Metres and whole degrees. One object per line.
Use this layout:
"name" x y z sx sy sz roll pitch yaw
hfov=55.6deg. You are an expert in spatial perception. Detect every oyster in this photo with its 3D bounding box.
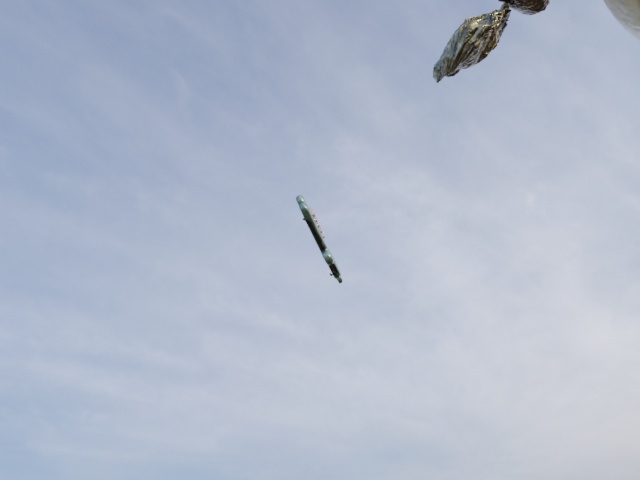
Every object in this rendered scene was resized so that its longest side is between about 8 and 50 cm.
"oyster" 0.295 -0.384 1.179 0.177 0.064 0.125 -36 -25 0

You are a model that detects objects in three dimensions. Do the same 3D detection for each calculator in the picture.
"calculator" 0.000 0.000 0.899 0.019 0.094 0.141 -25 -70 1

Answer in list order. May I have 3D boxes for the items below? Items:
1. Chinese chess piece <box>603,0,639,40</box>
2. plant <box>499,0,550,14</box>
"Chinese chess piece" 0.344 -0.289 0.515 0.257 0.104 0.257 -2 -84 -22
"plant" 0.387 -0.498 1.174 0.094 0.092 0.143 11 -6 41
